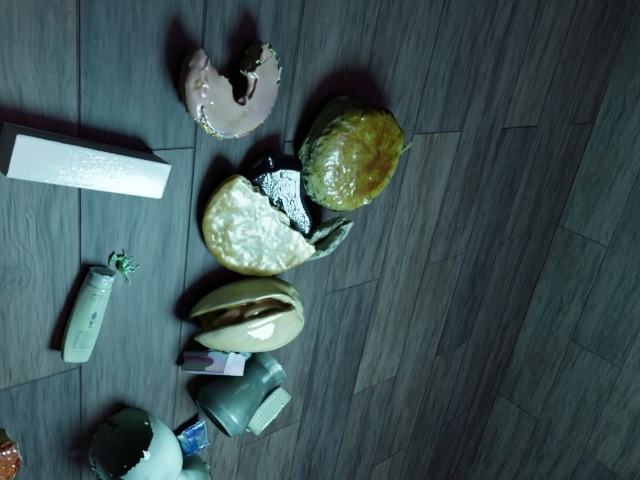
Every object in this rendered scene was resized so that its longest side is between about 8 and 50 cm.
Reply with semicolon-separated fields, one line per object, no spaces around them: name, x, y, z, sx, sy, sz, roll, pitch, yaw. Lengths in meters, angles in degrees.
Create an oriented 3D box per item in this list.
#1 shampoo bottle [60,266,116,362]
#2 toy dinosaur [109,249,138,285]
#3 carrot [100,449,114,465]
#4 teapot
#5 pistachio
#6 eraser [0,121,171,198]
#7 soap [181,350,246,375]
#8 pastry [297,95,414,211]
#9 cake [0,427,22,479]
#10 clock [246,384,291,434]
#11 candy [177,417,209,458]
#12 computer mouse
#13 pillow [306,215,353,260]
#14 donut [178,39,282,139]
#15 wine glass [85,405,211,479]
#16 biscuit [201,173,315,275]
shampoo bottle;-0.496;0.159;1.247;0.072;0.049;0.213;11;105;-44
toy dinosaur;-0.432;0.061;1.273;0.062;0.021;0.083;9;103;-40
carrot;-0.536;0.613;1.503;0.057;0.057;0.224;-23;123;-34
teapot;-0.225;0.396;1.603;0.225;0.171;0.203;-44;108;-26
pistachio;-0.180;0.191;1.491;0.317;0.194;0.214;-5;159;-31
eraser;-0.435;-0.144;1.096;0.298;0.076;0.078;6;109;-47
soap;-0.269;0.315;1.497;0.100;0.149;0.056;24;65;-52
pastry;0.082;-0.217;1.525;0.329;0.136;0.330;-26;132;-33
cake;-0.731;0.476;1.182;0.220;0.086;0.117;-20;125;-37
clock;-0.166;0.508;1.733;0.151;0.062;0.191;-45;175;-25
candy;-0.358;0.562;1.647;0.088;0.038;0.136;-23;136;-27
computer mouse;-0.106;-0.106;1.443;0.146;0.088;0.264;-14;130;-9
pillow;0.000;0.000;1.568;0.134;0.181;0.078;-37;95;-34
donut;-0.191;-0.315;1.227;0.232;0.085;0.199;-19;126;-37
wine glass;-0.420;0.565;1.475;0.190;0.190;0.357;-45;139;-14
biscuit;-0.170;-0.015;1.415;0.204;0.040;0.309;-38;126;11
